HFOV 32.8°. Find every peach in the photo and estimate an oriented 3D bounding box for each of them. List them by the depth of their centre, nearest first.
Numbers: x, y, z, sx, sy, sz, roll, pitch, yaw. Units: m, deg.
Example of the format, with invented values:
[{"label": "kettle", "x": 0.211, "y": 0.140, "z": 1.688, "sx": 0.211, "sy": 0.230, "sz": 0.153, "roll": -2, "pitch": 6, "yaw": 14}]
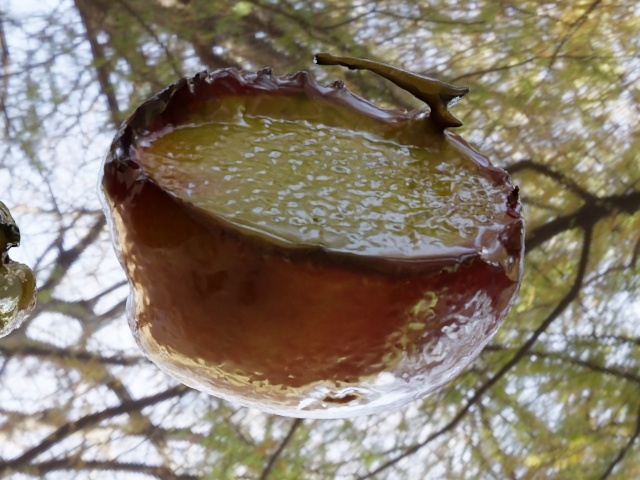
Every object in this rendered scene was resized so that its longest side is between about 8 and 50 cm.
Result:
[{"label": "peach", "x": -0.017, "y": 0.010, "z": 1.068, "sx": 0.406, "sy": 0.335, "sz": 0.310, "roll": 6, "pitch": -44, "yaw": -10}]

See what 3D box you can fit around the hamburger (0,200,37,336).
[{"label": "hamburger", "x": -0.339, "y": 0.024, "z": 0.851, "sx": 0.209, "sy": 0.330, "sz": 0.162, "roll": -21, "pitch": -93, "yaw": 1}]
